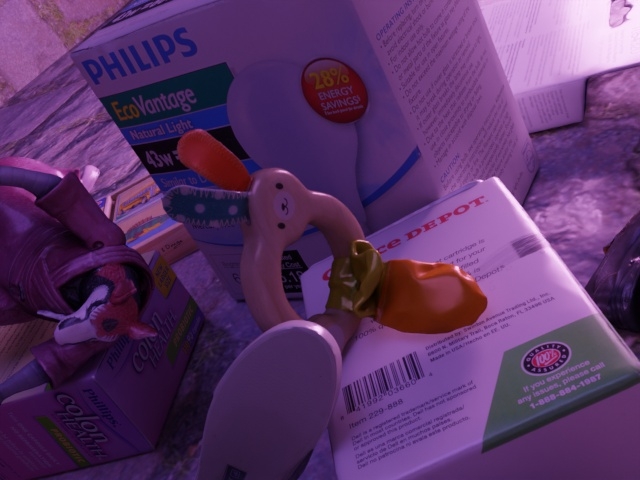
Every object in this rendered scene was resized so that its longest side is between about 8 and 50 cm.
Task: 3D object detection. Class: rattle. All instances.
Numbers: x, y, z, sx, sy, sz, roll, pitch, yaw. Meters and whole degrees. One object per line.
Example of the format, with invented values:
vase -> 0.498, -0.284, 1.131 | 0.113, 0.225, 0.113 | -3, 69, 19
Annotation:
rattle -> 0.000, 0.000, 0.555 | 0.130, 0.200, 0.142 | -44, 31, -20

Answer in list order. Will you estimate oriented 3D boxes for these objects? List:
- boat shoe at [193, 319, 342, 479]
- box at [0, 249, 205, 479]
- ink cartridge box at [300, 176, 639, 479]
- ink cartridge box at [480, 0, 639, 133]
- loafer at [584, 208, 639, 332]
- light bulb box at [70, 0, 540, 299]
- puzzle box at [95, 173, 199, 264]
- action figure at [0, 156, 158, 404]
boat shoe -> -0.043, 0.145, 0.586 | 0.228, 0.079, 0.081 | -66, -7, 22
box -> -0.288, 0.149, 0.926 | 0.242, 0.117, 0.214 | -19, 31, 21
ink cartridge box -> 0.112, 0.096, 0.637 | 0.211, 0.122, 0.289 | -27, 29, 8
ink cartridge box -> 0.283, -0.249, 1.077 | 0.330, 0.071, 0.324 | -8, 35, 29
loafer -> 0.275, 0.007, 0.693 | 0.061, 0.062, 0.170 | -2, 38, 48
light bulb box -> -0.005, -0.142, 0.869 | 0.357, 0.361, 0.225 | -6, 37, 37
puzzle box -> -0.240, -0.052, 1.263 | 0.408, 0.052, 0.272 | -28, 28, 4
action figure -> -0.274, 0.046, 0.835 | 0.370, 0.248, 0.275 | 16, 9, 38
